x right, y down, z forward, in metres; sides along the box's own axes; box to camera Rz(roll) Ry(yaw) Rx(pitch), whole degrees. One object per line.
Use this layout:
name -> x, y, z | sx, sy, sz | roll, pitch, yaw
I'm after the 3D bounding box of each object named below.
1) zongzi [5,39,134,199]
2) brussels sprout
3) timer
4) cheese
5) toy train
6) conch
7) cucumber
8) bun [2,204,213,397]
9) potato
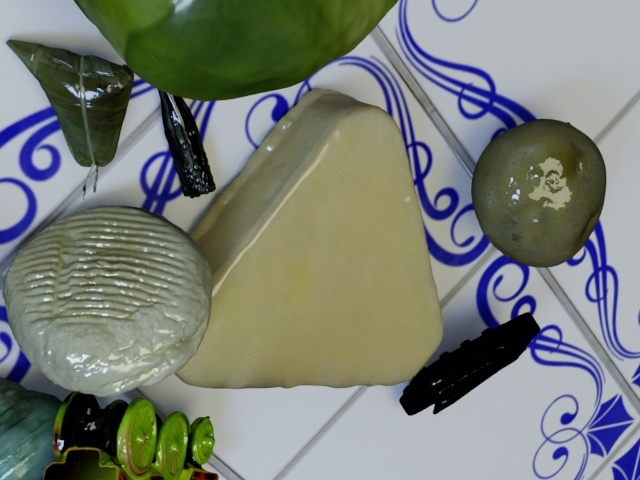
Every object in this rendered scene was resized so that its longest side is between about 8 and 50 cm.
zongzi -> -0.269, -0.125, 1.195 | 0.130, 0.062, 0.154 | 12, 121, -14
brussels sprout -> -0.092, -0.290, 1.077 | 0.315, 0.276, 0.371 | -57, 145, 4
timer -> 0.200, 0.172, 1.554 | 0.187, 0.055, 0.144 | -26, 162, -22
cheese -> 0.001, 0.000, 1.369 | 0.384, 0.104, 0.384 | -13, 116, -27
toy train -> -0.200, 0.254, 1.277 | 0.296, 0.100, 0.160 | 40, 53, -67
conch -> -0.313, 0.241, 1.272 | 0.176, 0.122, 0.188 | -33, 129, -41
cucumber -> -0.150, -0.121, 1.267 | 0.039, 0.043, 0.163 | -56, 141, -49
bun -> -0.214, 0.073, 1.215 | 0.220, 0.220, 0.134 | -25, 145, -20
potato -> 0.282, -0.058, 1.492 | 0.178, 0.160, 0.235 | -16, 136, 2
